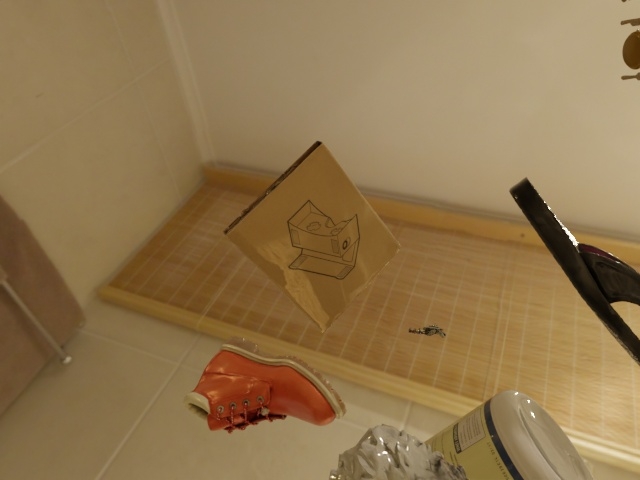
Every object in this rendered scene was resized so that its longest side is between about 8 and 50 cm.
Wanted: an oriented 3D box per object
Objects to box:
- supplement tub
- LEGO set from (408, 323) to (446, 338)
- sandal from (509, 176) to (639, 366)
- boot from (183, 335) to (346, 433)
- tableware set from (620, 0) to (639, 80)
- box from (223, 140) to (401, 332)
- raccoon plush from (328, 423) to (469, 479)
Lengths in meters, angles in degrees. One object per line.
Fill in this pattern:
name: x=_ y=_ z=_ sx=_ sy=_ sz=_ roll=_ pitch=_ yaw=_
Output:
supplement tub: x=0.290 y=0.450 z=0.864 sx=0.235 sy=0.235 sz=0.325 roll=41 pitch=-67 yaw=-12
LEGO set: x=0.187 y=0.154 z=0.832 sx=0.054 sy=0.023 sz=0.083 roll=15 pitch=-10 yaw=-40
sandal: x=0.503 y=0.064 z=0.836 sx=0.107 sy=0.167 sz=0.445 roll=-36 pitch=-92 yaw=22
boot: x=-0.053 y=0.143 z=0.424 sx=0.158 sy=0.084 sz=0.059 roll=4 pitch=-53 yaw=40
tableware set: x=0.415 y=-0.274 z=0.590 sx=0.024 sy=0.104 sz=0.154 roll=-12 pitch=-71 yaw=0
box: x=0.000 y=0.000 z=0.617 sx=0.201 sy=0.164 sz=0.021 roll=49 pitch=-10 yaw=-30
raccoon plush: x=0.165 y=0.299 z=0.201 sx=0.446 sy=0.216 sz=0.299 roll=37 pitch=-17 yaw=7
